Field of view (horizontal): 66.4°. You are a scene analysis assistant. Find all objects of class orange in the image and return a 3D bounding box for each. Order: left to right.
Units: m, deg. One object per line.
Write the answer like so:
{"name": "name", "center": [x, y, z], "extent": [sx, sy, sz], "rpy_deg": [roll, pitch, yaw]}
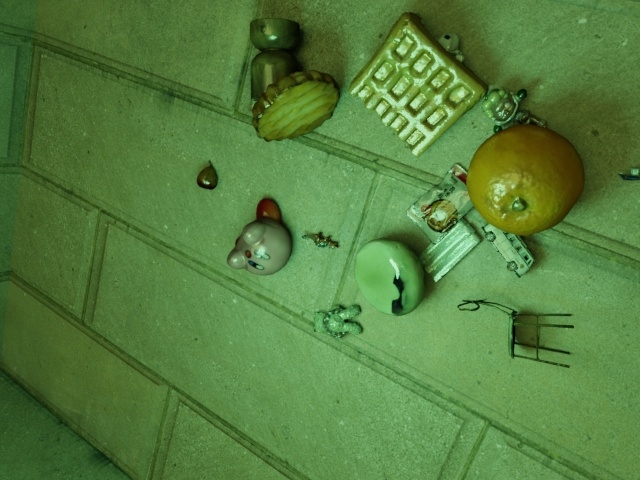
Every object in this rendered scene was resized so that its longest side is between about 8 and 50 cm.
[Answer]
{"name": "orange", "center": [0.566, -0.166, 1.369], "extent": [0.312, 0.312, 0.312], "rpy_deg": [5, 100, 28]}

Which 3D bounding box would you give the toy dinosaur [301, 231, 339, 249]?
{"name": "toy dinosaur", "center": [0.000, 0.000, 1.842], "extent": [0.154, 0.049, 0.055], "rpy_deg": [15, 108, 21]}

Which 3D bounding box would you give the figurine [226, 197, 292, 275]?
{"name": "figurine", "center": [-0.213, 0.018, 1.883], "extent": [0.211, 0.261, 0.269], "rpy_deg": [30, 113, -9]}

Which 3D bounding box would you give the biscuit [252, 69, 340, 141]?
{"name": "biscuit", "center": [-0.089, -0.461, 1.661], "extent": [0.326, 0.326, 0.107], "rpy_deg": [-36, 74, 28]}

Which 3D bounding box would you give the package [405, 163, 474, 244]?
{"name": "package", "center": [0.407, -0.119, 1.595], "extent": [0.239, 0.030, 0.154], "rpy_deg": [-46, 67, 18]}

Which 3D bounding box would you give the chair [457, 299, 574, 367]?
{"name": "chair", "center": [0.595, 0.278, 1.509], "extent": [0.326, 0.160, 0.170], "rpy_deg": [3, 99, 24]}

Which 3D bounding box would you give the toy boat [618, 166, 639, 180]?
{"name": "toy boat", "center": [0.870, -0.186, 1.347], "extent": [0.083, 0.038, 0.038], "rpy_deg": [-4, 96, 29]}

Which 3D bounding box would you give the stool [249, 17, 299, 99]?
{"name": "stool", "center": [-0.162, -0.635, 1.752], "extent": [0.179, 0.179, 0.264], "rpy_deg": [6, 102, 28]}

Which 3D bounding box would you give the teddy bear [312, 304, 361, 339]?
{"name": "teddy bear", "center": [0.045, 0.312, 1.832], "extent": [0.213, 0.111, 0.133], "rpy_deg": [-9, 90, 28]}

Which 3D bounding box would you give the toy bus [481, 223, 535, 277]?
{"name": "toy bus", "center": [0.582, 0.018, 1.510], "extent": [0.089, 0.087, 0.194], "rpy_deg": [-37, 79, 18]}

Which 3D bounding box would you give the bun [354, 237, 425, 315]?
{"name": "bun", "center": [0.253, 0.112, 1.656], "extent": [0.283, 0.179, 0.283], "rpy_deg": [35, 137, 41]}

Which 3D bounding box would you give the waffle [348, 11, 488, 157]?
{"name": "waffle", "center": [0.293, -0.471, 1.508], "extent": [0.348, 0.077, 0.304], "rpy_deg": [40, 126, -8]}

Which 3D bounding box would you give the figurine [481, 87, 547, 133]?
{"name": "figurine", "center": [0.569, -0.376, 1.447], "extent": [0.197, 0.093, 0.147], "rpy_deg": [40, 125, 16]}

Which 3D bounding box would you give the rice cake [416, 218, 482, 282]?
{"name": "rice cake", "center": [0.426, 0.029, 1.621], "extent": [0.211, 0.038, 0.124], "rpy_deg": [-44, 77, 26]}

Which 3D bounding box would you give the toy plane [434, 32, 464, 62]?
{"name": "toy plane", "center": [0.374, -0.564, 1.531], "extent": [0.174, 0.080, 0.174], "rpy_deg": [-4, 83, 43]}

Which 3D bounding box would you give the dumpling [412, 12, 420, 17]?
{"name": "dumpling", "center": [0.272, -0.614, 1.566], "extent": [0.108, 0.152, 0.219], "rpy_deg": [27, 121, -3]}

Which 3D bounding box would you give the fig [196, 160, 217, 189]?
{"name": "fig", "center": [-0.465, -0.276, 2.039], "extent": [0.089, 0.089, 0.125], "rpy_deg": [9, 82, 27]}
